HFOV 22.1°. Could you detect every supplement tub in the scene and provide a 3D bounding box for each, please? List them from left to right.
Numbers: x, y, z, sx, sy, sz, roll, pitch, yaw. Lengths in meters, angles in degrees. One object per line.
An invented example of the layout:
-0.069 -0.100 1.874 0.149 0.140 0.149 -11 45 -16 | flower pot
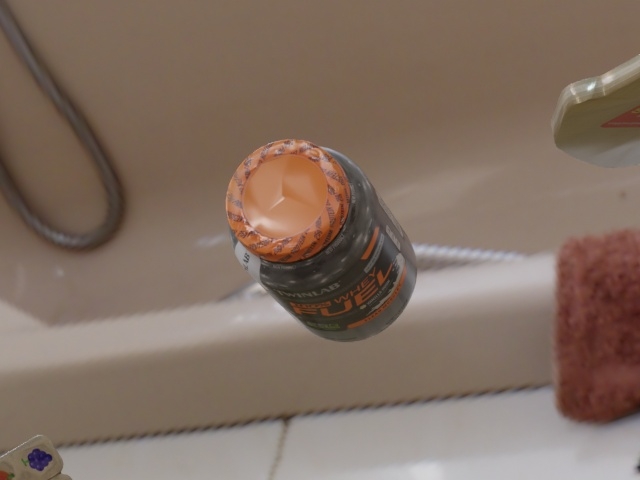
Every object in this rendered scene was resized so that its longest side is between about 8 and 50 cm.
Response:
0.000 0.000 1.267 0.117 0.190 0.117 -6 69 16 | supplement tub

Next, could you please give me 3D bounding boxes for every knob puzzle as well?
0.188 -0.074 0.742 0.213 0.213 0.030 -14 78 18 | knob puzzle

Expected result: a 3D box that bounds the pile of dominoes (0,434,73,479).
-0.211 0.251 0.982 0.251 0.196 0.040 -30 -5 -36 | pile of dominoes
